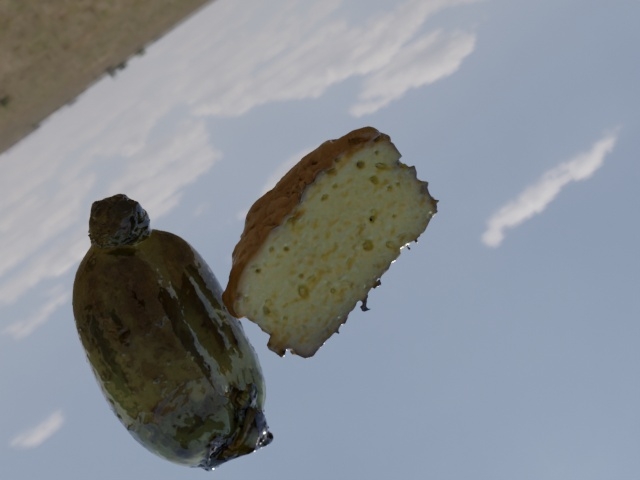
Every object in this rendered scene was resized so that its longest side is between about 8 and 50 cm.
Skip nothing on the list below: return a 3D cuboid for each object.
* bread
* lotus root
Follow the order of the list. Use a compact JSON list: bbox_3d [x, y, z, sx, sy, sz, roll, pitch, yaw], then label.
[{"bbox_3d":[0.000,0.000,1.169,0.229,0.143,0.139,-48,-165,-4],"label":"bread"},{"bbox_3d":[-0.162,0.096,1.233,0.173,0.309,0.173,-27,-179,1],"label":"lotus root"}]
